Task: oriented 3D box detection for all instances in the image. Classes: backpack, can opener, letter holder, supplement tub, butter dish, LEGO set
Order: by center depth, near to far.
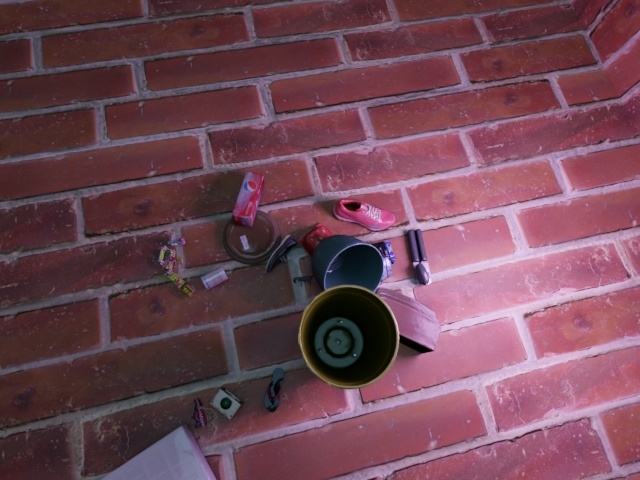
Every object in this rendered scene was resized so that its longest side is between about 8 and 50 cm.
[{"bbox_3d":[0.379,0.337,1.815,0.301,0.152,0.215,25,71,4],"label":"letter holder"},{"bbox_3d":[-0.659,0.122,1.827,0.132,0.107,0.287,-15,74,-8],"label":"LEGO set"},{"bbox_3d":[-0.482,0.169,1.845,0.107,0.071,0.071,-27,76,-11],"label":"supplement tub"},{"bbox_3d":[0.286,0.100,1.877,0.116,0.158,0.173,-17,77,-2],"label":"backpack"},{"bbox_3d":[0.000,0.000,1.908,0.159,0.118,0.160,-36,79,-13],"label":"butter dish"},{"bbox_3d":[0.477,0.074,1.931,0.075,0.095,0.284,-5,73,-7],"label":"can opener"}]

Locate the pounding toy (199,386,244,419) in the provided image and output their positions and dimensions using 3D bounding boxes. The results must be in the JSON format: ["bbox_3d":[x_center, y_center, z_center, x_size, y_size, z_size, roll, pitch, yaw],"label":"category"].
[{"bbox_3d":[-0.400,0.671,1.656,0.130,0.141,0.100,34,74,7],"label":"pounding toy"}]

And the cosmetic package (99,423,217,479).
[{"bbox_3d":[-0.629,0.952,1.575,0.377,0.097,0.284,-31,76,-12],"label":"cosmetic package"}]

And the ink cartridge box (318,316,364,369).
[{"bbox_3d":[0.140,0.476,1.806,0.223,0.045,0.224,36,73,8],"label":"ink cartridge box"}]

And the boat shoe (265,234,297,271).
[{"bbox_3d":[-0.181,0.067,1.897,0.065,0.075,0.206,31,68,9],"label":"boat shoe"}]

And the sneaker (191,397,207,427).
[{"bbox_3d":[-0.514,0.720,1.687,0.057,0.047,0.119,-19,73,2],"label":"sneaker"}]

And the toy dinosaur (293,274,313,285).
[{"bbox_3d":[-0.083,0.183,1.897,0.082,0.047,0.090,18,39,11],"label":"toy dinosaur"}]

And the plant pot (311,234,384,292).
[{"bbox_3d":[0.093,0.108,1.793,0.292,0.235,0.293,-11,115,-24],"label":"plant pot"}]

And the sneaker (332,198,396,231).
[{"bbox_3d":[0.215,-0.127,1.954,0.313,0.136,0.116,11,73,-1],"label":"sneaker"}]

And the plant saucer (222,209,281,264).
[{"bbox_3d":[-0.328,-0.023,1.933,0.277,0.041,0.278,1,73,-4],"label":"plant saucer"}]

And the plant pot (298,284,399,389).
[{"bbox_3d":[0.093,0.392,1.620,0.366,0.353,0.367,1,72,-3],"label":"plant pot"}]

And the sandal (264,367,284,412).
[{"bbox_3d":[-0.198,0.638,1.733,0.067,0.040,0.179,12,72,0],"label":"sandal"}]

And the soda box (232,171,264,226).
[{"bbox_3d":[-0.342,-0.199,1.934,0.092,0.083,0.263,9,59,1],"label":"soda box"}]
